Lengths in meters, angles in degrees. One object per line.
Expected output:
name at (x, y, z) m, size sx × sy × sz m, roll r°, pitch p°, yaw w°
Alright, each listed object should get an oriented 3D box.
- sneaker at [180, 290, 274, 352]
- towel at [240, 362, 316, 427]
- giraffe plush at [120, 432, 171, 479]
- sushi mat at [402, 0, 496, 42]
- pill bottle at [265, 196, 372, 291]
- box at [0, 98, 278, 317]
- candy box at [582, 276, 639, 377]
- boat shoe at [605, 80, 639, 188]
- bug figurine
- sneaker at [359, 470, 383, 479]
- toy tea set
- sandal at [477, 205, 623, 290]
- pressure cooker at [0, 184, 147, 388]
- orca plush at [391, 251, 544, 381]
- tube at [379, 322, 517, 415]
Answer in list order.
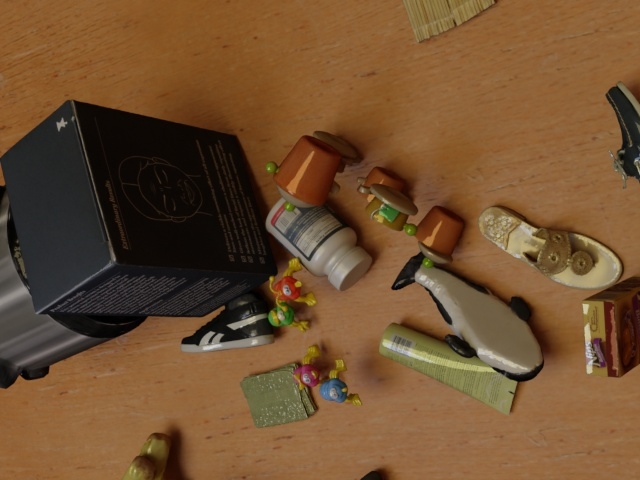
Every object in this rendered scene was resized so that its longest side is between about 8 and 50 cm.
sneaker at (-0.181, 0.149, 1.947) m, size 0.216 × 0.079 × 0.121 m, roll -10°, pitch 83°, yaw 33°
towel at (-0.081, 0.296, 1.928) m, size 0.148 × 0.027 × 0.110 m, roll -21°, pitch 87°, yaw 33°
giraffe plush at (-0.324, 0.521, 2.055) m, size 0.170 × 0.210 × 0.181 m, roll 32°, pitch 149°, yaw 0°
sushi mat at (0.168, -0.490, 1.630) m, size 0.151 × 0.019 × 0.317 m, roll -20°, pitch 88°, yaw 33°
pill bottle at (0.000, 0.000, 1.773) m, size 0.180 × 0.108 × 0.108 m, roll 44°, pitch 119°, yaw 19°
box at (-0.307, -0.039, 1.763) m, size 0.212 × 0.395 × 0.294 m, roll -30°, pitch 68°, yaw 32°
candy box at (0.437, 0.120, 1.457) m, size 0.053 × 0.186 × 0.109 m, roll 0°, pitch 99°, yaw 36°
boat shoe at (0.466, -0.104, 1.459) m, size 0.079 × 0.095 × 0.255 m, roll -28°, pitch 92°, yaw 22°
bug figurine at (-0.029, 0.178, 1.784) m, size 0.279 × 0.072 × 0.216 m, roll 65°, pitch 162°, yaw 4°
sneaker at (0.064, 0.561, 1.809) m, size 0.162 × 0.106 × 0.281 m, roll 36°, pitch 91°, yaw 12°
toy tea set at (0.069, -0.054, 1.668) m, size 0.336 × 0.200 × 0.124 m, roll 35°, pitch 107°, yaw 18°
sandal at (0.339, 0.017, 1.569) m, size 0.240 × 0.079 × 0.088 m, roll 27°, pitch 112°, yaw 27°
pressure cooker at (-0.560, 0.070, 2.002) m, size 0.420 × 0.370 × 0.376 m, roll -23°, pitch 96°, yaw 35°
orca plush at (0.237, 0.145, 1.649) m, size 0.287 × 0.151 × 0.102 m, roll 28°, pitch 144°, yaw 24°
tube at (0.215, 0.209, 1.703) m, size 0.240 × 0.070 × 0.062 m, roll 21°, pitch 71°, yaw 25°
